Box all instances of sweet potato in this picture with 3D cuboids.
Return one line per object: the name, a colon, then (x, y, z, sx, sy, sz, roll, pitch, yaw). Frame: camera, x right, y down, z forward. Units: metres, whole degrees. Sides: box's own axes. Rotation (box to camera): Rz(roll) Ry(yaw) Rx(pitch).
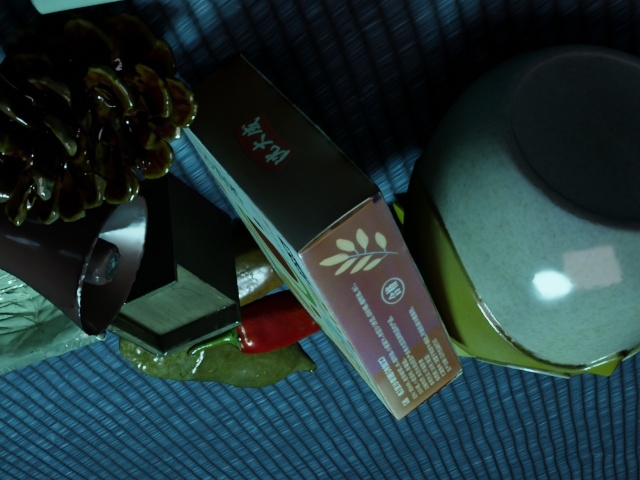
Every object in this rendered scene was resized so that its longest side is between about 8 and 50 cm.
sweet potato: (-0.167, 0.186, 1.844, 0.370, 0.157, 0.158, 12, 142, -42)
sweet potato: (-0.110, 0.039, 1.654, 0.359, 0.112, 0.112, -27, 146, 2)

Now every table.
table: (-0.239, 0.042, 1.546, 0.173, 0.193, 0.169, -25, 145, 21)

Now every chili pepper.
chili pepper: (-0.048, 0.137, 1.743, 0.368, 0.091, 0.137, -6, 151, -48)

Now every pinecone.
pinecone: (-0.282, -0.141, 1.203, 0.244, 0.309, 0.244, 10, 124, 15)

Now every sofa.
sofa: (-0.457, 0.063, 1.534, 0.210, 0.176, 0.225, -18, 147, 12)

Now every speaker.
speaker: (-0.418, 0.033, 1.367, 0.330, 0.259, 0.198, 11, 180, 9)

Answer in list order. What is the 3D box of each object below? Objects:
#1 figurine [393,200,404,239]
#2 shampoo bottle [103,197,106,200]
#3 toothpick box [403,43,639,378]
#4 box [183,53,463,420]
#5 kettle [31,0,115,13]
figurine: (0.105, 0.073, 1.687, 0.228, 0.215, 0.215, -28, 143, 22)
shampoo bottle: (-0.316, -0.104, 1.442, 0.069, 0.041, 0.190, -6, 148, -12)
toothpick box: (0.316, -0.015, 1.417, 0.409, 0.408, 0.425, -2, 150, -12)
box: (0.000, 0.000, 1.351, 0.122, 0.344, 0.385, -37, 137, -6)
kettle: (-0.135, -0.366, 0.987, 0.318, 0.264, 0.205, -8, 179, -3)
